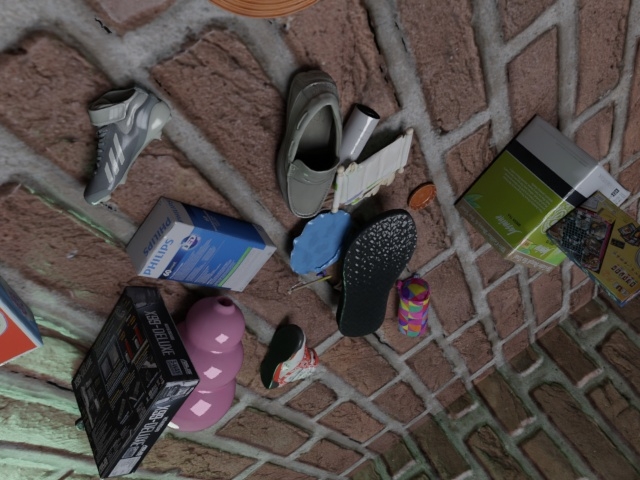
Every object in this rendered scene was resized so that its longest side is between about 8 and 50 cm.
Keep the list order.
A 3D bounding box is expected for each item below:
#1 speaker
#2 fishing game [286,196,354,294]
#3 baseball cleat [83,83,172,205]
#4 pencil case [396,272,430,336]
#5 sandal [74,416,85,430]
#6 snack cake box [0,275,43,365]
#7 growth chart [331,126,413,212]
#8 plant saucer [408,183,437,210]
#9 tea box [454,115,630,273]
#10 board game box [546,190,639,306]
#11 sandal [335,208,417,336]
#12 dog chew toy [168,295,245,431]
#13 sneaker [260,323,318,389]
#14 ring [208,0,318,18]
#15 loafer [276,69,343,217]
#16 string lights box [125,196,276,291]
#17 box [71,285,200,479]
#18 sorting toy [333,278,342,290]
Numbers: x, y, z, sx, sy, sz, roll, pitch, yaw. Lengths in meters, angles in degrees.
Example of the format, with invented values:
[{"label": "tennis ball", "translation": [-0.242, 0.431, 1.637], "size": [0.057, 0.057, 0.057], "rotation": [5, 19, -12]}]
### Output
[{"label": "speaker", "translation": [0.063, -0.198, 1.137], "size": [0.055, 0.055, 0.136], "rotation": [-1, 133, -40]}, {"label": "fishing game", "translation": [0.000, 0.000, 1.337], "size": [0.189, 0.041, 0.264], "rotation": [-22, 139, -33]}, {"label": "baseball cleat", "translation": [-0.318, -0.148, 0.869], "size": [0.109, 0.072, 0.206], "rotation": [33, 106, -38]}, {"label": "pencil case", "translation": [0.286, 0.205, 1.783], "size": [0.104, 0.104, 0.236], "rotation": [-27, 143, -13]}, {"label": "sandal", "translation": [-0.506, 0.399, 1.379], "size": [0.179, 0.040, 0.067], "rotation": [-19, 148, -49]}, {"label": "snack cake box", "translation": [-0.579, 0.110, 0.916], "size": [0.152, 0.089, 0.264], "rotation": [-27, 145, -17]}, {"label": "growth chart", "translation": [0.111, -0.143, 1.216], "size": [0.237, 0.021, 0.172], "rotation": [-33, 156, -28]}, {"label": "plant saucer", "translation": [0.254, -0.110, 1.446], "size": [0.083, 0.013, 0.083], "rotation": [-24, 145, -19]}, {"label": "tea box", "translation": [0.605, -0.109, 1.570], "size": [0.329, 0.220, 0.323], "rotation": [13, 123, -48]}, {"label": "board game box", "translation": [0.692, 0.016, 1.382], "size": [0.165, 0.243, 0.042], "rotation": [-38, 147, 4]}, {"label": "sandal", "translation": [0.114, 0.076, 1.456], "size": [0.167, 0.107, 0.446], "rotation": [-1, 135, -16]}, {"label": "dog chew toy", "translation": [-0.266, 0.266, 1.290], "size": [0.206, 0.206, 0.332], "rotation": [1, 124, -42]}, {"label": "sneaker", "translation": [-0.064, 0.310, 1.609], "size": [0.145, 0.090, 0.270], "rotation": [-9, 141, -36]}, {"label": "ring", "translation": [-0.055, -0.456, 0.747], "size": [0.336, 0.032, 0.336], "rotation": [-24, 145, -18]}, {"label": "loafer", "translation": [-0.019, -0.152, 1.060], "size": [0.112, 0.111, 0.319], "rotation": [-10, 139, -13]}, {"label": "string lights box", "translation": [-0.224, 0.016, 1.123], "size": [0.133, 0.077, 0.259], "rotation": [-49, 144, 18]}, {"label": "box", "translation": [-0.384, 0.284, 1.159], "size": [0.076, 0.242, 0.307], "rotation": [9, 125, -46]}, {"label": "sorting toy", "translation": [0.077, 0.117, 1.551], "size": [0.075, 0.045, 0.083], "rotation": [16, 123, -27]}]
